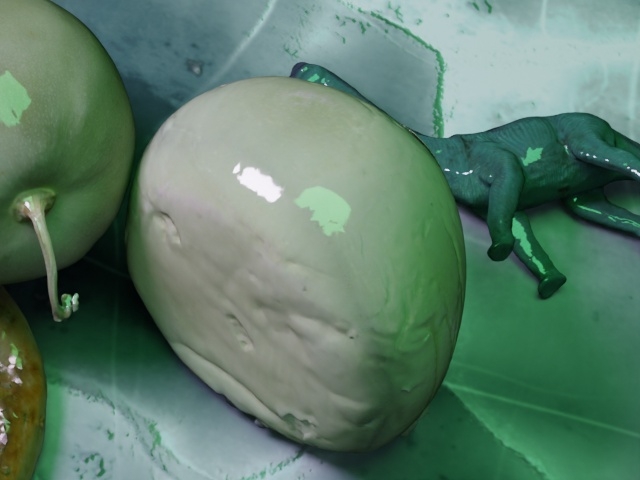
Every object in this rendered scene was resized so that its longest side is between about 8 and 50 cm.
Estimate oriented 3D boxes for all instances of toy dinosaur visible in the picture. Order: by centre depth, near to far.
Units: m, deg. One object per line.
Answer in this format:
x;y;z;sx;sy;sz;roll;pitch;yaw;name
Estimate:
0.197;-0.115;1.962;0.383;0.129;0.331;-18;54;-23;toy dinosaur

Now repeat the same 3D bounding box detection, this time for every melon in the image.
-0.293;-0.095;1.698;0.272;0.271;0.308;-33;26;-28;melon

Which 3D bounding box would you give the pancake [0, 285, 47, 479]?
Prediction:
-0.420;0.129;1.673;0.387;0.082;0.387;9;54;-13;pancake

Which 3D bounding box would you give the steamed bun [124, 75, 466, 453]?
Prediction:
0.000;0.000;1.711;0.334;0.312;0.233;40;57;12;steamed bun
